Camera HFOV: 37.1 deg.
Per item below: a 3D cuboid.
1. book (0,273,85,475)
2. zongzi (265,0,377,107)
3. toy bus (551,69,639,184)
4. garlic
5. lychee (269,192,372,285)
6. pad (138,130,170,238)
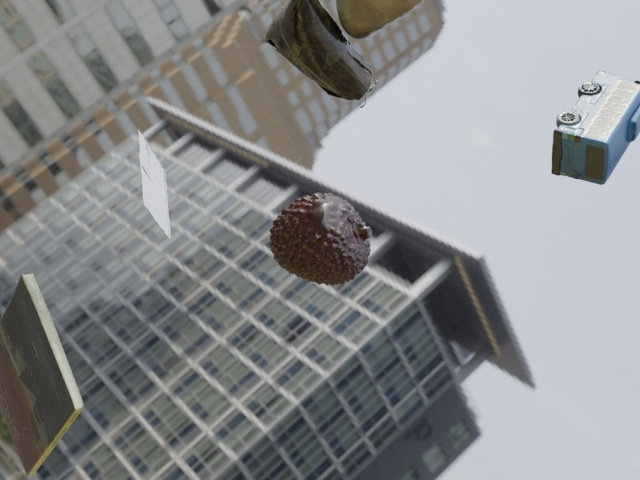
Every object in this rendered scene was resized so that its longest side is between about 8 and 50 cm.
[{"bbox_3d":[-0.534,0.256,1.748,0.374,0.028,0.262,-47,-115,49],"label":"book"},{"bbox_3d":[0.022,-0.366,1.811,0.248,0.111,0.241,39,-10,-9],"label":"zongzi"},{"bbox_3d":[0.430,-0.175,1.463,0.106,0.184,0.090,18,-41,29],"label":"toy bus"},{"bbox_3d":[0.130,-0.470,1.758,0.338,0.196,0.151,-155,-136,-76],"label":"garlic"},{"bbox_3d":[0.000,-0.003,1.205,0.129,0.123,0.123,11,-36,29],"label":"lychee"},{"bbox_3d":[-0.323,-0.105,1.860,0.232,0.004,0.156,76,7,-73],"label":"pad"}]
